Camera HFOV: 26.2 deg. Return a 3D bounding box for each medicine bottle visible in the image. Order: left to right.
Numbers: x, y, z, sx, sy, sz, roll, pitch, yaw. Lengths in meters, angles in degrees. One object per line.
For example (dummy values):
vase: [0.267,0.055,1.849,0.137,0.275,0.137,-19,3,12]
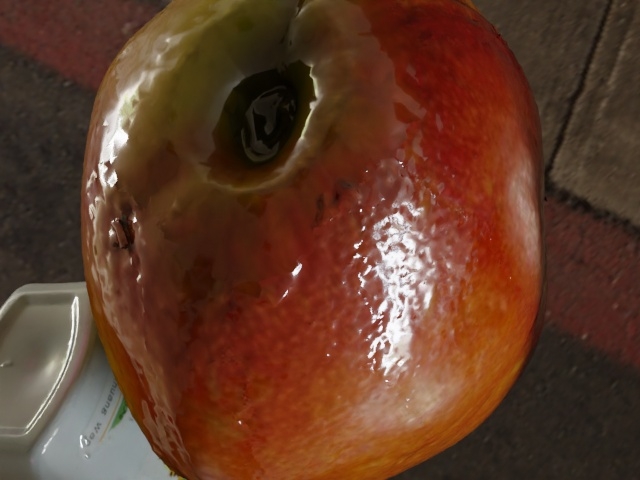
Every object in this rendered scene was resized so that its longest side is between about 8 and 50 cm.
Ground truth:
medicine bottle: [-0.140,0.163,1.034,0.111,0.161,0.296,-2,144,27]

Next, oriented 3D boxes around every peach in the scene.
peach: [0.002,0.000,0.896,0.289,0.373,0.373,-3,110,16]
